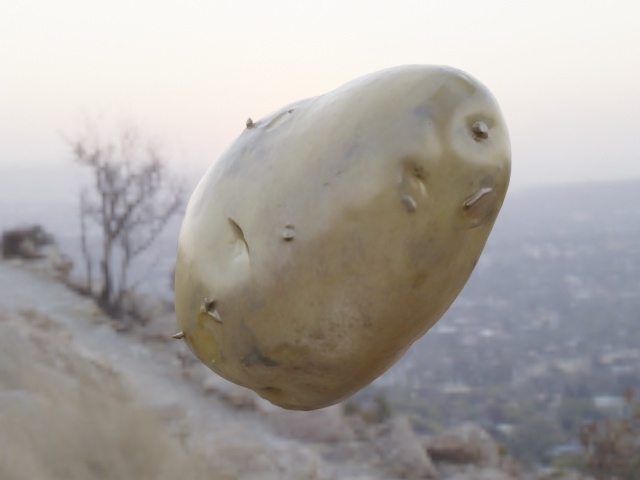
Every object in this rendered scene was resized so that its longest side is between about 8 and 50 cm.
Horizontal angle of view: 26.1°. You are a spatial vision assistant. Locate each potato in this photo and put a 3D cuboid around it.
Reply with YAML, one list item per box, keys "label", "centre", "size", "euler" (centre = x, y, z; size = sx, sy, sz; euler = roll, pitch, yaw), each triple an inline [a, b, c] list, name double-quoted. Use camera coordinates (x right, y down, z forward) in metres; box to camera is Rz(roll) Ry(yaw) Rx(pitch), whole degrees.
- label: "potato"
  centre: [0.002, 0.004, 0.719]
  size: [0.128, 0.161, 0.234]
  euler: [0, -12, -43]
